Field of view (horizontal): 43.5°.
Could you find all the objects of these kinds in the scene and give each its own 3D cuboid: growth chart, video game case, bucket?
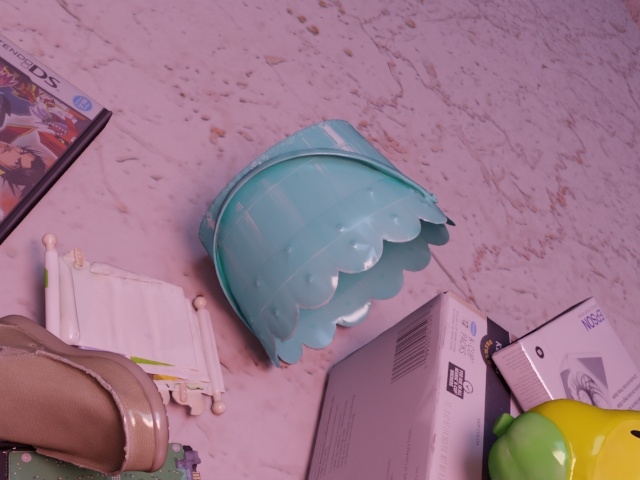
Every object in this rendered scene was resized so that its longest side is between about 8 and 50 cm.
[{"bbox_3d":[-0.198,0.100,0.873,0.237,0.021,0.172,27,41,-39],"label":"growth chart"},{"bbox_3d":[-0.408,-0.142,0.917,0.248,0.035,0.275,36,42,-12],"label":"video game case"},{"bbox_3d":[0.000,0.000,0.972,0.281,0.281,0.183,-22,68,-47],"label":"bucket"}]

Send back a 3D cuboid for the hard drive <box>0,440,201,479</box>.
[{"bbox_3d":[-0.251,0.290,0.678,0.339,0.064,0.237,8,53,-34],"label":"hard drive"}]

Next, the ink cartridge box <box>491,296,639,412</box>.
[{"bbox_3d":[0.308,0.189,0.893,0.223,0.045,0.224,-16,74,-51],"label":"ink cartridge box"}]

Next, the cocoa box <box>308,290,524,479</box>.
[{"bbox_3d":[0.134,0.282,0.872,0.228,0.231,0.347,33,42,-18],"label":"cocoa box"}]

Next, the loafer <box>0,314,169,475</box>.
[{"bbox_3d":[-0.239,0.140,0.698,0.092,0.268,0.102,-16,113,-49],"label":"loafer"}]

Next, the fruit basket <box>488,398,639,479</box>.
[{"bbox_3d":[0.333,0.261,0.672,0.392,0.283,0.392,8,77,-34],"label":"fruit basket"}]
